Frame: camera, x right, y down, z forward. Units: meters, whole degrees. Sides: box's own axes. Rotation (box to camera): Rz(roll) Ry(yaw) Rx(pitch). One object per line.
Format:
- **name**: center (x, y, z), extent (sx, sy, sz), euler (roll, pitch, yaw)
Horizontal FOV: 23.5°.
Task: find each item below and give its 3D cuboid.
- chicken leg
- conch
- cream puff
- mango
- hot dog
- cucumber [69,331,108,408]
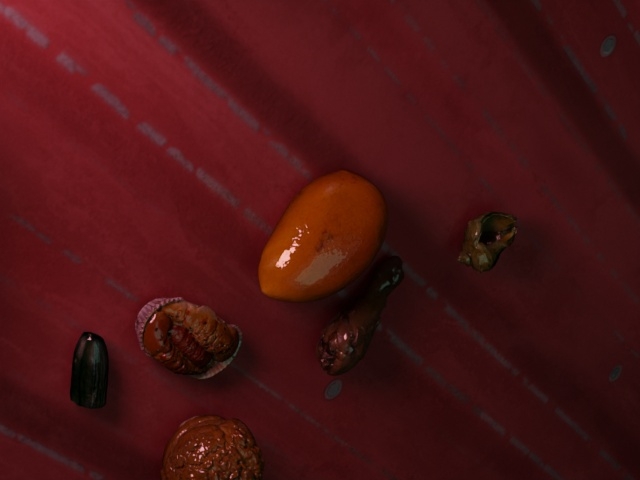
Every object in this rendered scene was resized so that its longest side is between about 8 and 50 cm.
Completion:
- **chicken leg**: center (0.063, 0.107, 2.218), extent (0.198, 0.069, 0.085), euler (-56, 143, -8)
- **conch**: center (0.251, -0.002, 2.311), extent (0.121, 0.074, 0.089), euler (-31, 147, -19)
- **cream puff**: center (-0.144, 0.319, 2.130), extent (0.150, 0.115, 0.165), euler (-54, 142, 8)
- **mango**: center (0.004, 0.002, 2.053), extent (0.217, 0.102, 0.141), euler (-39, 133, -20)
- **hot dog**: center (-0.173, 0.127, 2.010), extent (0.099, 0.053, 0.192), euler (-56, 143, -2)
- **cucumber**: center (-0.289, 0.158, 1.926), extent (0.048, 0.048, 0.105), euler (-14, 122, -38)
